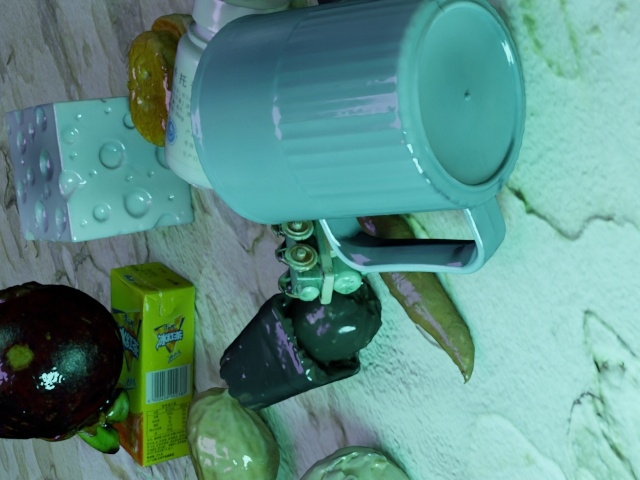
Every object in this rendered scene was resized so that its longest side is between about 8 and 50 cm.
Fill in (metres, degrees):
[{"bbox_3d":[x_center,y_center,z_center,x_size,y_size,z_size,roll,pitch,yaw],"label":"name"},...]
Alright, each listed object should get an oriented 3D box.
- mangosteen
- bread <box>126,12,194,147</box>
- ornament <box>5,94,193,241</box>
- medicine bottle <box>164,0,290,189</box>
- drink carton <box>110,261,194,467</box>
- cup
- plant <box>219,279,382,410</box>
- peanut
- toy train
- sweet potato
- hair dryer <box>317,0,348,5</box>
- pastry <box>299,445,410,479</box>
[{"bbox_3d":[-0.492,0.251,2.011,0.306,0.306,0.360,-7,103,56],"label":"mangosteen"},{"bbox_3d":[-0.238,-0.255,1.848,0.198,0.120,0.236,18,113,57],"label":"bread"},{"bbox_3d":[-0.398,-0.131,2.009,0.239,0.239,0.239,3,101,55],"label":"ornament"},{"bbox_3d":[-0.134,-0.234,1.658,0.170,0.170,0.293,44,132,41],"label":"medicine bottle"},{"bbox_3d":[-0.320,0.230,2.106,0.154,0.111,0.351,27,121,50],"label":"drink carton"},{"bbox_3d":[0.049,-0.118,1.293,0.311,0.256,0.331,-1,94,42],"label":"cup"},{"bbox_3d":[-0.023,0.146,1.585,0.256,0.164,0.142,-37,74,28],"label":"plant"},{"bbox_3d":[-0.136,0.387,1.851,0.159,0.143,0.291,2,103,66],"label":"peanut"},{"bbox_3d":[0.000,0.000,1.519,0.081,0.125,0.194,97,167,-49],"label":"toy train"},{"bbox_3d":[0.115,0.052,1.462,0.314,0.066,0.072,61,149,21],"label":"sweet potato"},{"bbox_3d":[0.012,-0.271,1.532,0.219,0.071,0.124,-34,71,61],"label":"hair dryer"},{"bbox_3d":[0.057,0.422,1.591,0.264,0.133,0.265,13,107,50],"label":"pastry"}]
